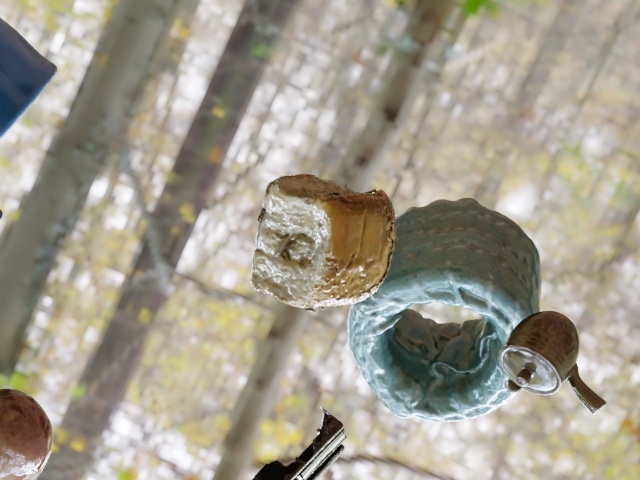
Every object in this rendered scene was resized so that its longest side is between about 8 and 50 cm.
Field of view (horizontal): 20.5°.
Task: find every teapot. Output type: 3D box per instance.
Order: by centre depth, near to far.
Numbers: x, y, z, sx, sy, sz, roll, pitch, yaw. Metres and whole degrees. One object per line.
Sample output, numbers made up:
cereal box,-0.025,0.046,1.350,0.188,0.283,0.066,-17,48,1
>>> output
teapot,0.222,0.123,1.670,0.110,0.085,0.080,34,-123,6

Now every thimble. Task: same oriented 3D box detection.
thimble,0.125,0.076,1.828,0.198,0.235,0.143,20,-140,-7

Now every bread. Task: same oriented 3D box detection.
bread,0.001,0.001,1.165,0.077,0.083,0.070,19,-162,24

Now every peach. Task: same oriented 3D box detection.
peach,-0.267,0.168,1.515,0.083,0.083,0.083,23,-164,-7

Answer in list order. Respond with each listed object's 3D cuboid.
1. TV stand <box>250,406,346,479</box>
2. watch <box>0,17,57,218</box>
TV stand,-0.069,0.266,1.717,0.036,0.249,0.042,35,162,32
watch,-0.390,-0.150,1.902,0.241,0.274,0.305,40,-127,-13
